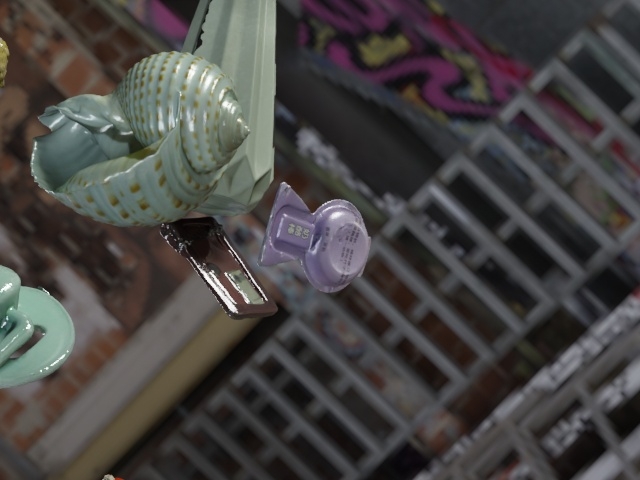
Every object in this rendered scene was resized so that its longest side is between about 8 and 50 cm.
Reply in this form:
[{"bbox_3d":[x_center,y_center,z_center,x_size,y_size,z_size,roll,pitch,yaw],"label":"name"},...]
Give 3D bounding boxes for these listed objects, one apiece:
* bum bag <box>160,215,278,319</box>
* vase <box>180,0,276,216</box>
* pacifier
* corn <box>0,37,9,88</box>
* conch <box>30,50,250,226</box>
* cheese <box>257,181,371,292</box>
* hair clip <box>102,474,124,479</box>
[{"bbox_3d":[-0.124,0.034,2.109,0.026,0.159,0.109,-45,-20,24],"label":"bum bag"},{"bbox_3d":[-0.117,-0.217,2.159,0.165,0.165,0.360,134,145,-72],"label":"vase"},{"bbox_3d":[-0.504,0.147,2.274,0.288,0.343,0.269,-44,-31,-57],"label":"pacifier"},{"bbox_3d":[-0.392,-0.176,1.605,0.086,0.086,0.288,-46,-18,21],"label":"corn"},{"bbox_3d":[-0.155,-0.081,1.544,0.200,0.131,0.172,-11,52,37],"label":"conch"},{"bbox_3d":[0.000,0.000,1.902,0.191,0.042,0.105,23,-99,-54],"label":"cheese"},{"bbox_3d":[-0.185,0.330,1.684,0.138,0.321,0.091,-13,-55,-25],"label":"hair clip"}]
